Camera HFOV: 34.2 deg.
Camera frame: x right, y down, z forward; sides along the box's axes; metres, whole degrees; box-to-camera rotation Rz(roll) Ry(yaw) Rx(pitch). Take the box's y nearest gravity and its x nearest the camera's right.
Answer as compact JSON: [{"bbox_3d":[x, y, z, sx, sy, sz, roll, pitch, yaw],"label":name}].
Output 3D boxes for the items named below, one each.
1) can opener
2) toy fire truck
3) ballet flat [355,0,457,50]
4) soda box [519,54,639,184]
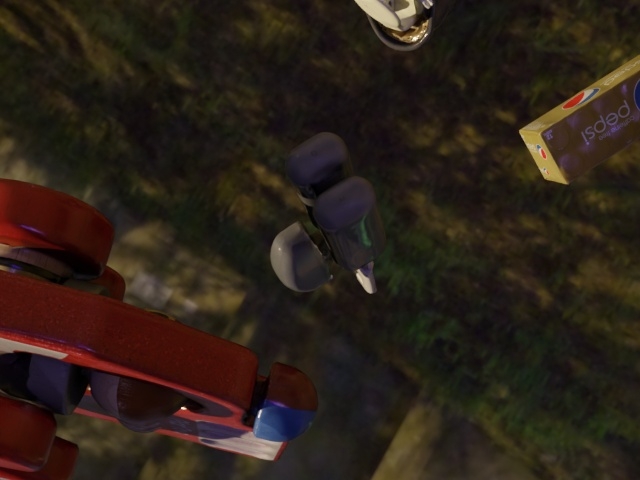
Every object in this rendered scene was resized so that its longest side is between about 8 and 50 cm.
[{"bbox_3d":[0.000,0.000,0.829,0.076,0.095,0.283,58,179,14],"label":"can opener"},{"bbox_3d":[-0.131,0.091,0.719,0.254,0.169,0.302,13,160,-3],"label":"toy fire truck"},{"bbox_3d":[0.036,-0.175,0.572,0.074,0.074,0.203,26,163,25],"label":"ballet flat"},{"bbox_3d":[0.293,-0.128,1.029,0.061,0.181,0.058,59,177,-13],"label":"soda box"}]
